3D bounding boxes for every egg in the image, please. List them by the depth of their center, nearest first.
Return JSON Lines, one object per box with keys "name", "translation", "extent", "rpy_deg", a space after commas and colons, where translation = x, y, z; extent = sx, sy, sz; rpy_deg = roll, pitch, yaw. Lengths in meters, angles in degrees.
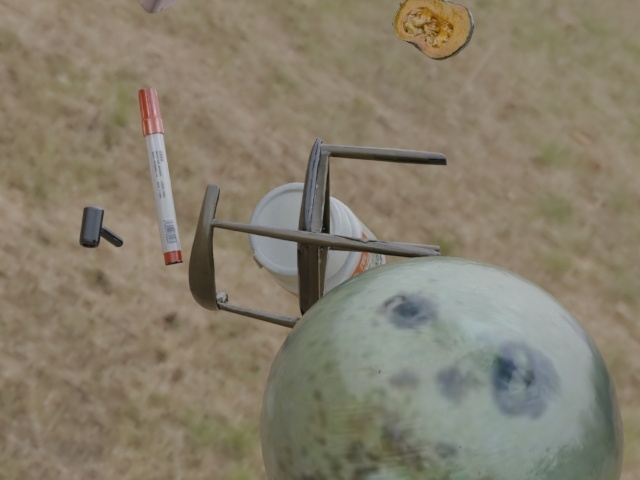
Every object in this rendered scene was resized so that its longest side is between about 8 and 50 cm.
{"name": "egg", "translation": [0.115, 0.183, 1.420], "extent": [0.345, 0.345, 0.428], "rpy_deg": [42, -2, 23]}

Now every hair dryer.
{"name": "hair dryer", "translation": [-0.265, -0.007, 1.797], "extent": [0.026, 0.047, 0.083], "rpy_deg": [-1, -19, 21]}

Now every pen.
{"name": "pen", "translation": [-0.211, -0.085, 1.941], "extent": [0.028, 0.028, 0.239], "rpy_deg": [1, 77, -57]}

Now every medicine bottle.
{"name": "medicine bottle", "translation": [-0.003, 0.013, 1.988], "extent": [0.144, 0.144, 0.252], "rpy_deg": [42, -1, 23]}

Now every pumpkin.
{"name": "pumpkin", "translation": [0.097, -0.175, 1.218], "extent": [0.083, 0.050, 0.028], "rpy_deg": [39, 8, 37]}

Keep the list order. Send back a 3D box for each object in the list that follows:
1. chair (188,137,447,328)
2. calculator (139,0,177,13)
{"name": "chair", "translation": [0.000, 0.000, 1.646], "extent": [0.272, 0.188, 0.166], "rpy_deg": [4, 47, 4]}
{"name": "calculator", "translation": [-0.179, -0.365, 1.931], "extent": [0.032, 0.175, 0.100], "rpy_deg": [41, 39, 4]}
